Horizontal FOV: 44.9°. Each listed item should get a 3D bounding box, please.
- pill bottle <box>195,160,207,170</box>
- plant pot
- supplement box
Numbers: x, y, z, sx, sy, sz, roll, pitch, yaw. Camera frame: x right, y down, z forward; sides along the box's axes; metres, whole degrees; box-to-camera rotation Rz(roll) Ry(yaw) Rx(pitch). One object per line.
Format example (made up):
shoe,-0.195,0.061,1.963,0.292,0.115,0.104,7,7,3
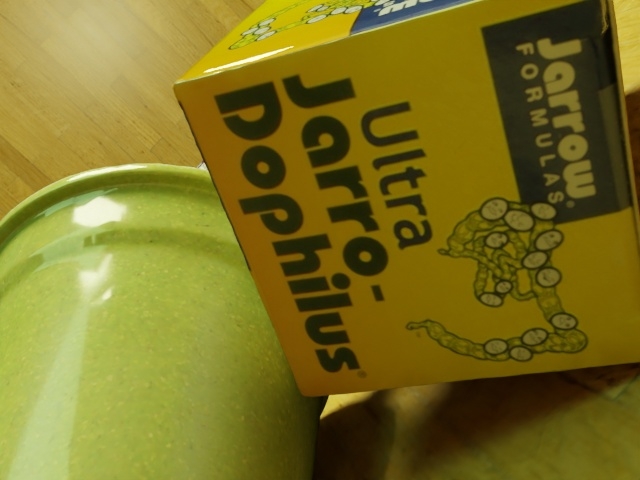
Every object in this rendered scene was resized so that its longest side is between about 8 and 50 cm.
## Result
pill bottle,-0.174,-0.048,1.340,0.301,0.169,0.169,-47,13,-10
plant pot,-0.106,0.134,0.464,0.276,0.276,0.254,-40,28,21
supplement box,0.085,-0.094,0.505,0.195,0.194,0.356,-11,26,20
